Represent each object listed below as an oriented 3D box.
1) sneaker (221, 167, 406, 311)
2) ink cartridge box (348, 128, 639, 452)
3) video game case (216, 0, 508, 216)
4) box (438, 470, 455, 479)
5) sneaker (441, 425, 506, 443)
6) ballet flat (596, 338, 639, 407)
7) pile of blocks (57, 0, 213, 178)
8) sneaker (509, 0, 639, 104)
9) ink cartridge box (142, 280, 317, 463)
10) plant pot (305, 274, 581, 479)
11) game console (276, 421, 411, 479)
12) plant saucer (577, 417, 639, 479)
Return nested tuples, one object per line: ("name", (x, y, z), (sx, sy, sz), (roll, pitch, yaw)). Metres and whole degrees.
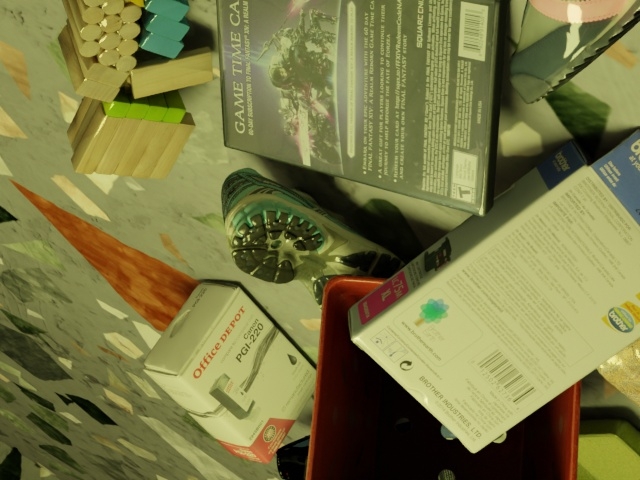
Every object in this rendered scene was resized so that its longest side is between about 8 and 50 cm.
("sneaker", (0.000, 0.000, 1.368), (0.283, 0.110, 0.122), (34, -158, -42))
("ink cartridge box", (0.202, 0.043, 1.116), (0.311, 0.065, 0.186), (-37, 116, 17))
("video game case", (0.028, -0.143, 1.070), (0.274, 0.026, 0.196), (17, 125, 27))
("box", (0.079, 0.364, 1.746), (0.153, 0.207, 0.108), (-14, 86, 53))
("sneaker", (0.254, 0.344, 1.634), (0.296, 0.131, 0.112), (43, 153, -20))
("ballet flat", (0.403, 0.173, 1.226), (0.316, 0.108, 0.106), (36, 146, -13))
("pile of blocks", (-0.192, -0.215, 1.202), (0.362, 0.148, 0.113), (97, 155, -51))
("sneaker", (0.187, -0.212, 0.815), (0.131, 0.112, 0.319), (47, 151, 7))
("ink cartridge box", (-0.120, 0.184, 1.710), (0.092, 0.159, 0.218), (3, 142, 49))
("plant pot", (0.140, 0.198, 1.331), (0.267, 0.267, 0.236), (4, 168, 9))
("game console", (0.019, 0.299, 1.764), (0.361, 0.213, 0.044), (158, 102, -68))
("plant saucer", (0.358, 0.276, 1.504), (0.188, 0.045, 0.188), (42, 151, -20))
